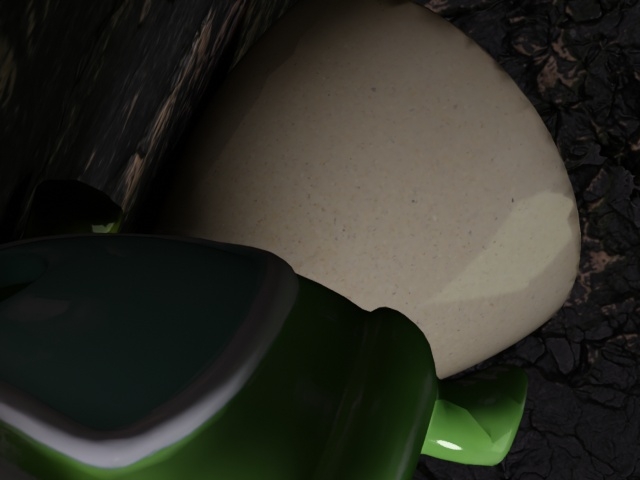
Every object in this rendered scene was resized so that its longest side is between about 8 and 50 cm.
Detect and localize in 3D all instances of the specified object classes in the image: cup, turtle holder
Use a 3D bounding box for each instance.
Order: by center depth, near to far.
[{"bbox_3d":[-0.083,0.134,0.645,0.243,0.227,0.320,114,0,-52],"label":"turtle holder"},{"bbox_3d":[0.000,0.000,1.499,0.237,0.331,0.331,-38,163,-32],"label":"cup"}]

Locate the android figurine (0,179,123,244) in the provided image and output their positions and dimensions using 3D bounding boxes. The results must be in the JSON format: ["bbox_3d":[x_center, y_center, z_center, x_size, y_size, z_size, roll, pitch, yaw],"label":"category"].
[{"bbox_3d":[-0.163,0.110,0.887,0.248,0.056,0.273,-67,179,-65],"label":"android figurine"}]
